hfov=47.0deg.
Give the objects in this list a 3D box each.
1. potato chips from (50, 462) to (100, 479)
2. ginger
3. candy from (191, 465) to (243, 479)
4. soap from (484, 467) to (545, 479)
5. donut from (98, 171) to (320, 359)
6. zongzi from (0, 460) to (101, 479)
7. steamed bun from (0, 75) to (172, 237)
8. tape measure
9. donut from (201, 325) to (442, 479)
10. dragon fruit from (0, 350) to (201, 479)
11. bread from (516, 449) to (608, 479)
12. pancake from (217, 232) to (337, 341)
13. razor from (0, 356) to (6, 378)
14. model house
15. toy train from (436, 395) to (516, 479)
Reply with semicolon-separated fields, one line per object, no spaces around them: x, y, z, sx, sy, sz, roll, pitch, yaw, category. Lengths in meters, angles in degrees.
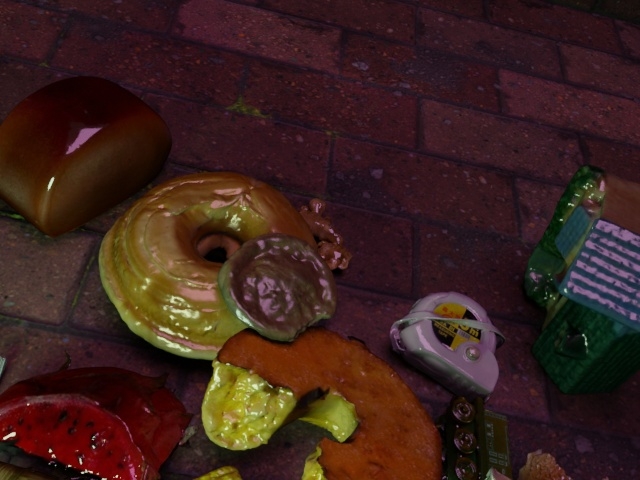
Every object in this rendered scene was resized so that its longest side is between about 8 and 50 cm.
-0.364;0.381;1.252;0.142;0.026;0.209;19;46;5;potato chips
0.000;0.000;1.670;0.176;0.052;0.193;30;56;11;ginger
-0.209;0.442;1.194;0.199;0.094;0.106;-16;93;-22;candy
0.227;0.545;1.045;0.170;0.304;0.338;19;32;4;soap
-0.210;0.042;1.474;0.449;0.198;0.448;9;50;-11;donut
-0.458;0.457;1.076;0.289;0.134;0.286;22;42;0;zongzi
-0.507;-0.205;1.566;0.235;0.248;0.379;37;51;17;steamed bun
0.270;0.202;1.522;0.236;0.120;0.197;32;55;5;tape measure
0.015;0.335;1.253;0.378;0.163;0.435;0;37;-43;donut
-0.373;0.272;1.246;0.344;0.100;0.282;13;20;13;dragon fruit
0.492;0.510;1.288;0.314;0.171;0.192;26;44;8;bread
-0.071;0.079;1.340;0.236;0.042;0.222;-5;62;-32;pancake
-0.583;0.285;1.262;0.068;0.037;0.191;10;46;-2;razor
0.587;0.118;1.512;0.335;0.382;0.342;26;46;7;model house
0.294;0.401;1.384;0.137;0.090;0.225;17;47;-11;toy train
